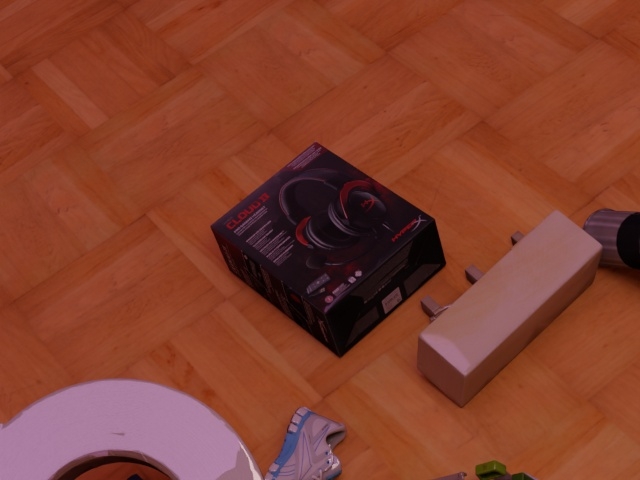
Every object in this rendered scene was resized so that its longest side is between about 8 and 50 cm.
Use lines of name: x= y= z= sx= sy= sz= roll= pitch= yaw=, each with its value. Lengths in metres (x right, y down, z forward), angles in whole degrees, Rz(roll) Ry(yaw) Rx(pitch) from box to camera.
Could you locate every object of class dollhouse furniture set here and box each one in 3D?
dollhouse furniture set: x=0.200 y=0.322 z=1.622 sx=0.151 sy=0.058 sz=0.076 roll=-22 pitch=44 yaw=33

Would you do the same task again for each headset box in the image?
headset box: x=0.000 y=0.000 z=1.921 sx=0.218 sy=0.110 sz=0.293 roll=-39 pitch=50 yaw=-18

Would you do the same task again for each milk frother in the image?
milk frother: x=0.430 y=0.036 z=1.776 sx=0.134 sy=0.129 sz=0.143 roll=7 pitch=75 yaw=67

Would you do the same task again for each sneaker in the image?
sneaker: x=-0.018 y=0.299 z=1.689 sx=0.083 sy=0.071 sz=0.191 roll=11 pitch=53 yaw=18

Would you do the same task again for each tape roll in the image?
tape roll: x=-0.247 y=0.358 z=1.586 sx=0.392 sy=0.072 sz=0.392 roll=0 pitch=74 yaw=1

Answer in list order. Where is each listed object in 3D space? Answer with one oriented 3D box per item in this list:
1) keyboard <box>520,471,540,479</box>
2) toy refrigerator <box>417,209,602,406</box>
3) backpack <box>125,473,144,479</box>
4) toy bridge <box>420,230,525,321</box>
keyboard: x=0.205 y=0.388 z=1.580 sx=0.072 sy=0.014 sz=0.256 roll=19 pitch=57 yaw=36
toy refrigerator: x=0.248 y=0.087 z=1.761 sx=0.269 sy=0.102 sz=0.094 roll=-40 pitch=65 yaw=-19
backpack: x=-0.257 y=0.369 z=1.681 sx=0.120 sy=0.098 sz=0.101 roll=-37 pitch=20 yaw=-16
toy bridge: x=0.228 y=0.060 z=1.856 sx=0.188 sy=0.026 sz=0.063 roll=-35 pitch=50 yaw=-14
